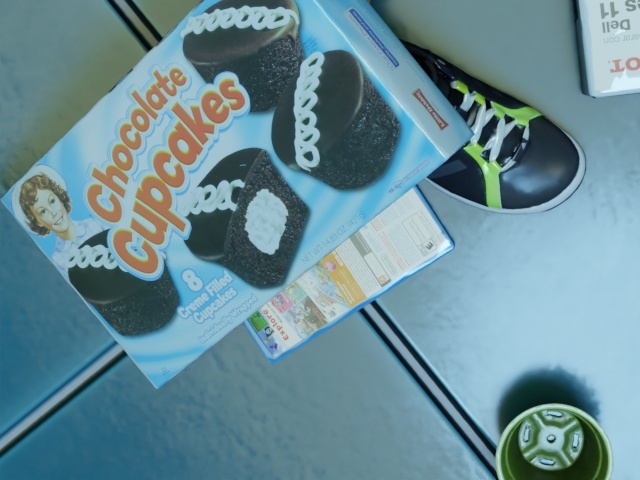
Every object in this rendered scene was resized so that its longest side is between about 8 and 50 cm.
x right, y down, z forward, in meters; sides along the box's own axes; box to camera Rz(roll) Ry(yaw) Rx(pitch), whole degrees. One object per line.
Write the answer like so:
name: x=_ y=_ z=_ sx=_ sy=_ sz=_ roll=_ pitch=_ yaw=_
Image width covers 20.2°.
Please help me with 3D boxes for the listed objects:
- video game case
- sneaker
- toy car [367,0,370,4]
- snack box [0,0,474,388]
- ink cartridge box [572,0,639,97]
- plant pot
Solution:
video game case: x=0.000 y=0.000 z=1.347 sx=0.166 sy=0.015 sz=0.119 roll=-33 pitch=92 yaw=8
sneaker: x=0.081 y=-0.086 z=1.279 sx=0.235 sy=0.097 sz=0.084 roll=24 pitch=87 yaw=-2
toy car: x=0.008 y=-0.262 z=1.239 sx=0.219 sy=0.210 sz=0.238 roll=-20 pitch=106 yaw=-4
snack box: x=-0.067 y=-0.051 z=1.261 sx=0.187 sy=0.060 sz=0.322 roll=50 pitch=125 yaw=0
ink cartridge box: x=0.250 y=-0.209 z=1.264 sx=0.153 sy=0.087 sz=0.208 roll=-7 pitch=96 yaw=7
plant pot: x=0.170 y=0.153 z=1.313 sx=0.083 sy=0.079 sz=0.083 roll=0 pitch=95 yaw=5
